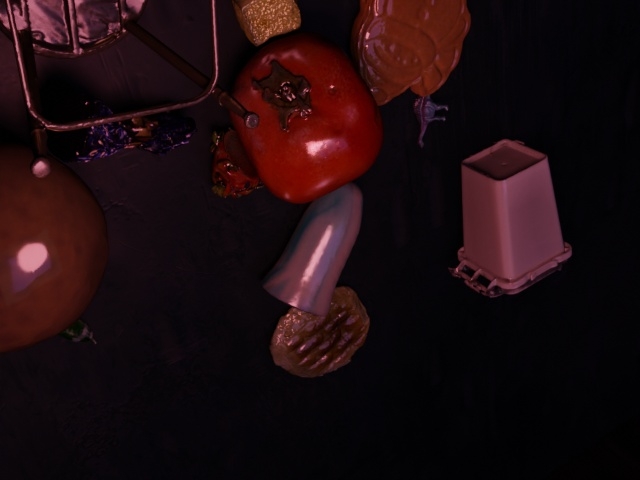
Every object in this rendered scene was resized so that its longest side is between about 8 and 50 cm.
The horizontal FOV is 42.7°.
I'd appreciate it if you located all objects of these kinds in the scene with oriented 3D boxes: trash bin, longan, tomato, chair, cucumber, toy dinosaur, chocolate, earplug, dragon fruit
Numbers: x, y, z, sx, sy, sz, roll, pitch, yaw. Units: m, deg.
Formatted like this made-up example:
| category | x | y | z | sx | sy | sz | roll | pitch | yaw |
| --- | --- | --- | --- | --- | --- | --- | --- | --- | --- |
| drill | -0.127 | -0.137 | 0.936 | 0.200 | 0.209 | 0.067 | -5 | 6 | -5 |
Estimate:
| category | x | y | z | sx | sy | sz | roll | pitch | yaw |
| --- | --- | --- | --- | --- | --- | --- | --- | --- | --- |
| trash bin | 0.501 | -0.059 | 2.242 | 0.296 | 0.256 | 0.368 | -26 | 124 | -17 |
| longan | -0.568 | 0.019 | 1.431 | 0.404 | 0.336 | 0.405 | 4 | 119 | 7 |
| tomato | -0.033 | -0.243 | 1.664 | 0.293 | 0.325 | 0.290 | -38 | 161 | 4 |
| chair | -0.353 | -0.382 | 1.291 | 0.361 | 0.410 | 0.365 | -17 | 126 | -25 |
| cucumber | -0.565 | 0.169 | 1.747 | 0.056 | 0.056 | 0.250 | -49 | 133 | 1 |
| toy dinosaur | 0.270 | -0.326 | 2.025 | 0.080 | 0.045 | 0.197 | -3 | 111 | -19 |
| chocolate | -0.350 | -0.208 | 1.550 | 0.343 | 0.148 | 0.126 | -5 | 88 | -55 |
| earplug | 0.000 | 0.000 | 1.977 | 0.185 | 0.185 | 0.324 | 19 | 99 | -42 |
| dragon fruit | -0.186 | -0.152 | 1.765 | 0.175 | 0.142 | 0.138 | -57 | 173 | 37 |

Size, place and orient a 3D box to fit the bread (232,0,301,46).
| category | x | y | z | sx | sy | sz | roll | pitch | yaw |
| --- | --- | --- | --- | --- | --- | --- | --- | --- | --- |
| bread | -0.109 | -0.461 | 1.624 | 0.114 | 0.111 | 0.129 | -32 | 127 | -9 |

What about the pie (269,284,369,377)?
| category | x | y | z | sx | sy | sz | roll | pitch | yaw |
| --- | --- | --- | --- | --- | --- | --- | --- | --- | --- |
| pie | 0.007 | 0.248 | 2.198 | 0.306 | 0.071 | 0.306 | -19 | 128 | -27 |

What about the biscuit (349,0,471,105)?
| category | x | y | z | sx | sy | sz | roll | pitch | yaw |
| --- | --- | --- | --- | --- | --- | --- | --- | --- | --- |
| biscuit | 0.207 | -0.472 | 1.868 | 0.312 | 0.057 | 0.351 | 3 | 114 | -33 |
